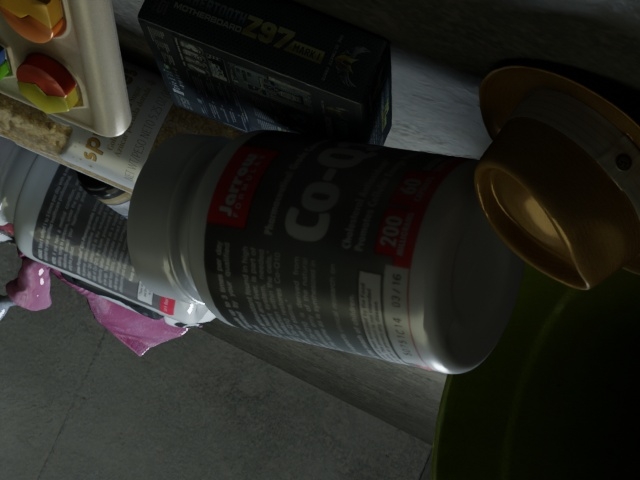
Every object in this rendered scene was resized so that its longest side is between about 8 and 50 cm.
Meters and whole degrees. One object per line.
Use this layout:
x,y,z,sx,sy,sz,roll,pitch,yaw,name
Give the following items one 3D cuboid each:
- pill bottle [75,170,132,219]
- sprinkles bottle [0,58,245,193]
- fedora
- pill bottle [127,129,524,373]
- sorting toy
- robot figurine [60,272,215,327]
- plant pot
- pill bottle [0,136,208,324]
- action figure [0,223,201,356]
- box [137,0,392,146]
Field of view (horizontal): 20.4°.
-0.142,-0.054,1.880,0.122,0.123,0.219,13,163,49,pill bottle
-0.231,-0.130,1.711,0.355,0.121,0.121,23,171,1,sprinkles bottle
0.167,-0.030,1.228,0.194,0.079,0.194,39,159,18,fedora
0.000,0.000,1.376,0.283,0.161,0.161,10,165,30,pill bottle
-0.271,-0.181,1.543,0.208,0.038,0.193,19,144,17,sorting toy
-0.236,0.008,2.343,0.278,0.209,0.173,22,158,10,robot figurine
0.338,0.197,1.559,0.353,0.367,0.366,14,176,-24,plant pot
-0.263,-0.034,2.166,0.318,0.176,0.176,22,171,6,pill bottle
-0.327,0.038,2.527,0.370,0.248,0.275,26,170,-30,action figure
-0.037,-0.130,1.405,0.183,0.059,0.233,22,170,8,box
